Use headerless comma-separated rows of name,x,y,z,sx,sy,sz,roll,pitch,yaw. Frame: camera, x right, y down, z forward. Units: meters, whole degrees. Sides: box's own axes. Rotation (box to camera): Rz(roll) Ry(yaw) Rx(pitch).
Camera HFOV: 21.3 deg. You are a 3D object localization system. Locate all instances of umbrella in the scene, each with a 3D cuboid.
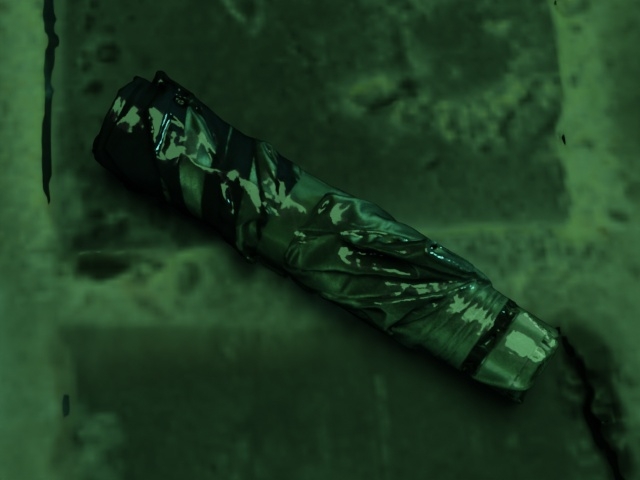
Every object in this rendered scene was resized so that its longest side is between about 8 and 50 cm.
umbrella,0.000,0.000,0.625,0.188,0.050,0.046,33,88,9
